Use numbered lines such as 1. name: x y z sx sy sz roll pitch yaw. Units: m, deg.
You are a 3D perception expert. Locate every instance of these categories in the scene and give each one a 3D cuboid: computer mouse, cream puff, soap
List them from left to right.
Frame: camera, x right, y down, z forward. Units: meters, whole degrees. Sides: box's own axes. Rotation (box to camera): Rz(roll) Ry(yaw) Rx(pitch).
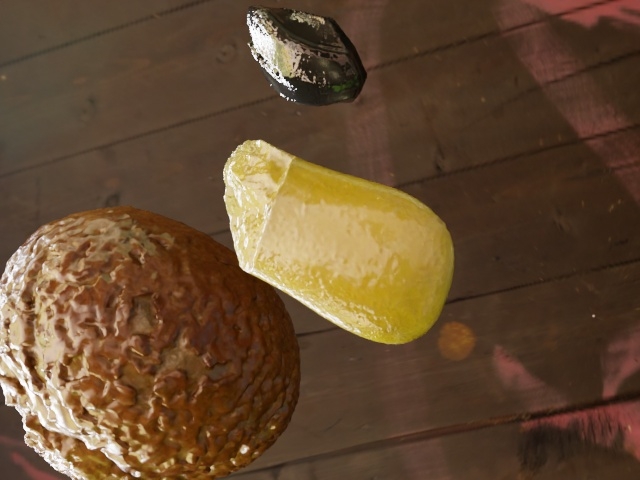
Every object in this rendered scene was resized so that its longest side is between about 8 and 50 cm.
1. cream puff: -0.163 0.109 0.883 0.303 0.303 0.212 23 -119 16
2. computer mouse: -0.022 -0.149 0.824 0.047 0.079 0.135 -35 -131 -30
3. soap: 0.000 0.000 0.593 0.169 0.033 0.089 21 -79 24
